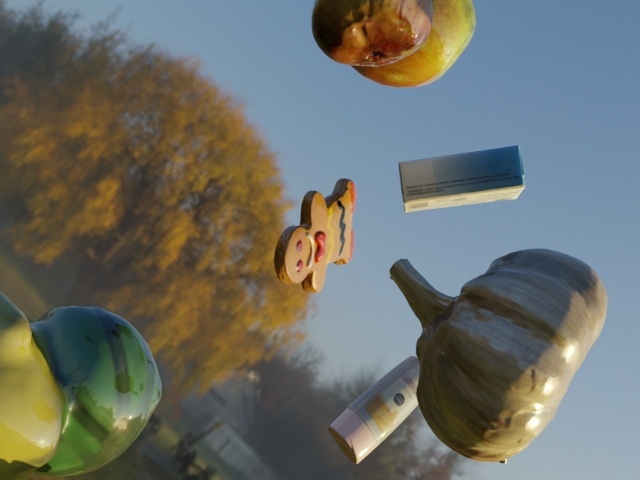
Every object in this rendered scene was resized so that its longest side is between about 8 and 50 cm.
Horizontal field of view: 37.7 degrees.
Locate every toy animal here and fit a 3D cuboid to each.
[{"bbox_3d":[-0.324,0.164,0.960,0.338,0.216,0.191,8,39,-40],"label":"toy animal"}]

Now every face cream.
[{"bbox_3d":[0.106,0.279,1.570,0.084,0.198,0.057,55,-24,-12],"label":"face cream"}]

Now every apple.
[{"bbox_3d":[0.156,-0.388,1.689,0.226,0.246,0.246,29,-12,-1],"label":"apple"}]

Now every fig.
[{"bbox_3d":[0.067,-0.344,1.234,0.143,0.160,0.230,-55,144,-72],"label":"fig"}]

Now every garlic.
[{"bbox_3d":[0.150,0.089,0.918,0.212,0.218,0.218,32,-15,17],"label":"garlic"}]

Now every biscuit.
[{"bbox_3d":[0.001,0.000,1.456,0.036,0.250,0.165,8,-72,25],"label":"biscuit"}]

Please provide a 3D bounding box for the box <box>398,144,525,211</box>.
[{"bbox_3d":[0.229,-0.098,1.539,0.139,0.194,0.073,38,45,-83],"label":"box"}]
